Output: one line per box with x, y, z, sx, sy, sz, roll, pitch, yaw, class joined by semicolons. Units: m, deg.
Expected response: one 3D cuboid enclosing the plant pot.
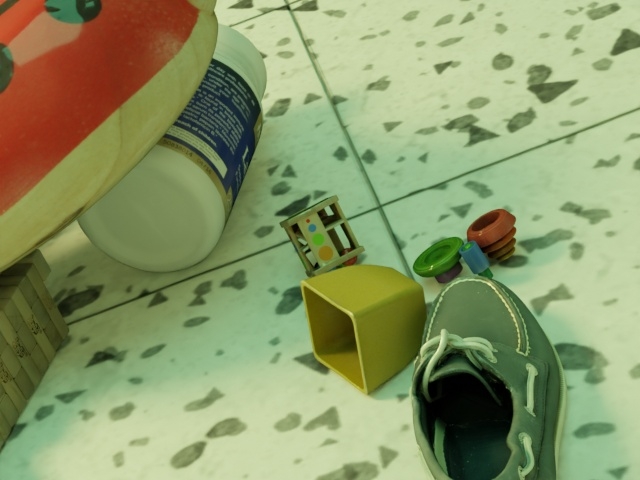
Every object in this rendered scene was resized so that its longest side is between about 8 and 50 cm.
0.044;0.065;1.271;0.083;0.081;0.081;-25;33;-24;plant pot

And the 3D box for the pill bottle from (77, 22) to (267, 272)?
-0.143;-0.104;1.534;0.153;0.153;0.264;-7;37;20;pill bottle

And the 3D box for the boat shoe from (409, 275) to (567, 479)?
0.123;0.114;1.139;0.116;0.099;0.319;-13;35;12;boat shoe

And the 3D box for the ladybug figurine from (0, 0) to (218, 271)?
-0.294;-0.118;1.388;0.449;0.162;0.305;-37;34;7;ladybug figurine

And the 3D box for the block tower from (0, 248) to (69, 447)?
-0.336;0.150;1.340;0.091;0.097;0.335;-3;40;24;block tower

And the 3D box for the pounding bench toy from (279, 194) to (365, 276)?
0.000;0.000;1.403;0.052;0.065;0.083;-28;4;-10;pounding bench toy

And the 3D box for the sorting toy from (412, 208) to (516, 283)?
0.135;0.015;1.332;0.102;0.042;0.061;-32;18;4;sorting toy
